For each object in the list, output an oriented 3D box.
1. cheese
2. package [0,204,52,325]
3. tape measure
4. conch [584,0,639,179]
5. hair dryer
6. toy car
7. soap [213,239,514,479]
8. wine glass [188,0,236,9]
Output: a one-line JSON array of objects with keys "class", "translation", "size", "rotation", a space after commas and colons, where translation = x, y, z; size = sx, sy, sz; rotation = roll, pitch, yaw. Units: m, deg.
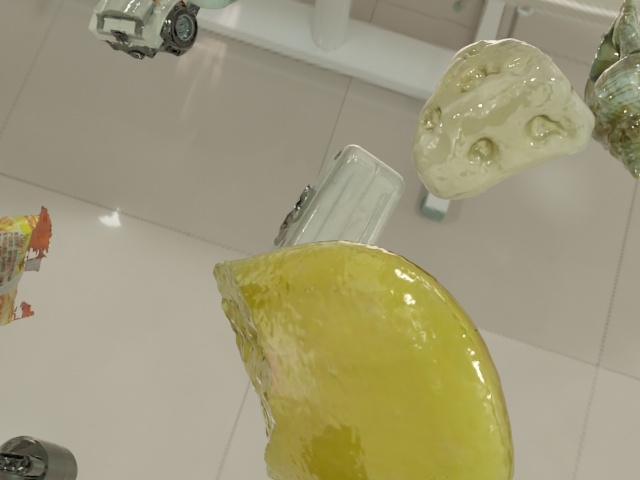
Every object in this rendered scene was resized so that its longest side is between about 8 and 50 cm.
[{"class": "cheese", "translation": [0.245, -0.188, 1.260], "size": [0.251, 0.248, 0.174], "rotation": [-33, 115, 18]}, {"class": "package", "translation": [-0.506, 0.049, 1.110], "size": [0.287, 0.223, 0.109], "rotation": [2, 49, -28]}, {"class": "tape measure", "translation": [0.000, 0.000, 1.245], "size": [0.130, 0.265, 0.258], "rotation": [33, 62, -9]}, {"class": "conch", "translation": [0.520, -0.240, 1.398], "size": [0.169, 0.203, 0.386], "rotation": [37, 48, -11]}, {"class": "hair dryer", "translation": [-0.589, 0.518, 1.591], "size": [0.116, 0.244, 0.303], "rotation": [17, 74, 11]}, {"class": "toy car", "translation": [-0.267, -0.448, 1.460], "size": [0.193, 0.118, 0.301], "rotation": [17, 70, 33]}, {"class": "soap", "translation": [0.015, 0.150, 0.874], "size": [0.115, 0.427, 0.306], "rotation": [-18, 97, -37]}, {"class": "wine glass", "translation": [-0.110, -0.313, 0.830], "size": [0.073, 0.155, 0.073], "rotation": [0, 49, 0]}]
